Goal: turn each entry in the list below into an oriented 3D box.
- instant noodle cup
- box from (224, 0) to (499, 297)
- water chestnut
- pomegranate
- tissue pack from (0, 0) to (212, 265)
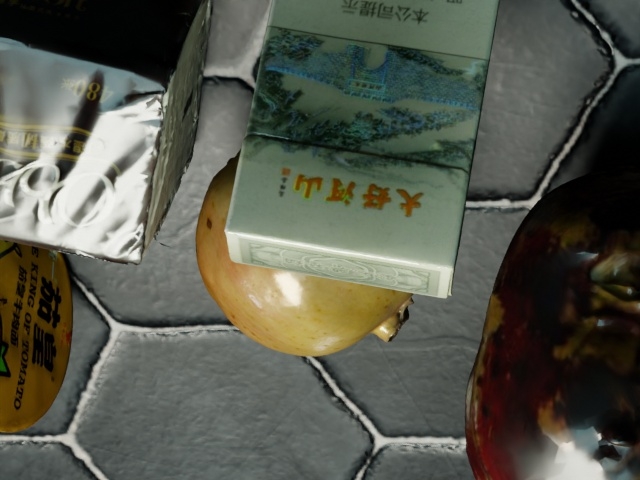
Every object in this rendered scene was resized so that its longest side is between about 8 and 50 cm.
[{"bbox_3d":[-0.331,0.059,1.648,0.172,0.216,0.216,-9,122,25],"label":"instant noodle cup"},{"bbox_3d":[0.035,-0.099,1.444,0.164,0.257,0.069,9,160,4],"label":"box"},{"bbox_3d":[0.268,0.106,1.473,0.335,0.347,0.335,0,90,-6],"label":"water chestnut"},{"bbox_3d":[-0.001,-0.003,1.548,0.191,0.191,0.191,5,124,7],"label":"pomegranate"},{"bbox_3d":[-0.269,-0.133,1.506,0.370,0.210,0.198,12,117,3],"label":"tissue pack"}]
